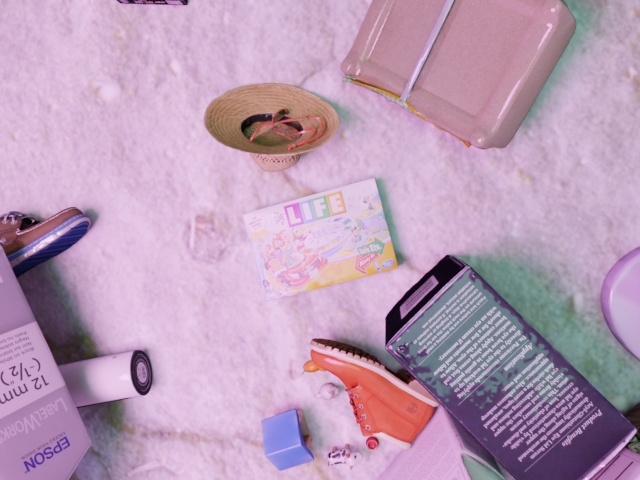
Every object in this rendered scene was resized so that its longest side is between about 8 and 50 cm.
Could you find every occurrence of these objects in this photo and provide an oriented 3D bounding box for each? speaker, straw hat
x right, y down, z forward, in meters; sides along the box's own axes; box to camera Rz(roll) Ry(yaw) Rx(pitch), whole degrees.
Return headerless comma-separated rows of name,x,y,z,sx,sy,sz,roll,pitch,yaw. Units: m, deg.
speaker,-0.272,0.166,0.673,0.136,0.055,0.055,-12,91,7
straw hat,-0.052,-0.109,0.627,0.145,0.144,0.061,9,136,6

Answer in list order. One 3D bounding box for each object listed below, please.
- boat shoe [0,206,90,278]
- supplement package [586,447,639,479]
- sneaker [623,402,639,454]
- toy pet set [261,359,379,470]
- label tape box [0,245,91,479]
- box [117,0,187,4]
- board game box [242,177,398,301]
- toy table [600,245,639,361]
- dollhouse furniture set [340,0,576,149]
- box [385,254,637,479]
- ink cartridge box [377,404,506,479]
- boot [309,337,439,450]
boat shoe,-0.356,0.002,0.669,0.183,0.066,0.066,-29,88,7
supplement package,0.287,0.334,0.464,0.262,0.145,0.204,43,88,15
sneaker,0.325,0.213,0.595,0.189,0.071,0.066,-17,91,8
toy pet set,-0.006,0.201,0.638,0.114,0.065,0.122,-20,90,7
label tape box,-0.381,0.211,0.622,0.249,0.115,0.347,-24,92,31
box,-0.192,-0.306,0.658,0.083,0.018,0.067,5,94,7
board game box,0.000,0.000,0.646,0.154,0.026,0.103,-15,91,8
toy table,0.429,0.081,0.533,0.275,0.161,0.252,2,93,8
dollhouse furniture set,0.187,-0.259,0.593,0.198,0.151,0.301,37,115,24
box,0.171,0.125,0.570,0.207,0.153,0.108,44,96,2
ink cartridge box,0.071,0.313,0.545,0.060,0.239,0.275,36,96,-2
boot,0.048,0.165,0.621,0.158,0.059,0.084,29,90,-4
